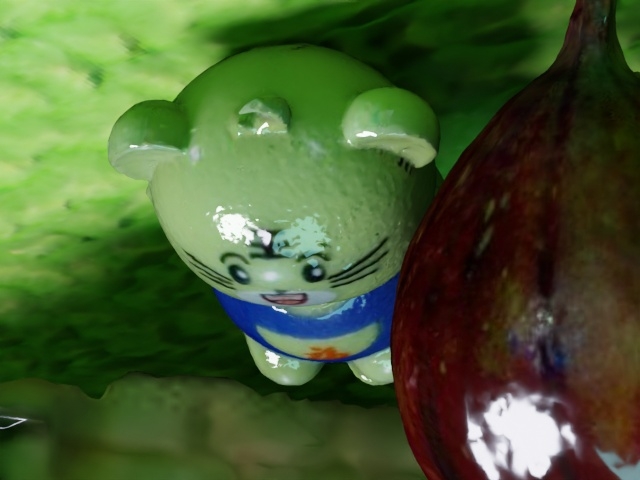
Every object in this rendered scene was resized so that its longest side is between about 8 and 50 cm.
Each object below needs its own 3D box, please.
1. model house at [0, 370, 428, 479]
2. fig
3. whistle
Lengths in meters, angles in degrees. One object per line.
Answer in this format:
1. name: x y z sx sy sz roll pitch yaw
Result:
1. model house: -0.003 0.325 0.787 0.395 0.400 0.445 5 150 -11
2. fig: 0.085 0.016 0.568 0.148 0.149 0.202 -18 126 30
3. whistle: 0.000 0.000 0.665 0.105 0.085 0.227 -2 158 10
